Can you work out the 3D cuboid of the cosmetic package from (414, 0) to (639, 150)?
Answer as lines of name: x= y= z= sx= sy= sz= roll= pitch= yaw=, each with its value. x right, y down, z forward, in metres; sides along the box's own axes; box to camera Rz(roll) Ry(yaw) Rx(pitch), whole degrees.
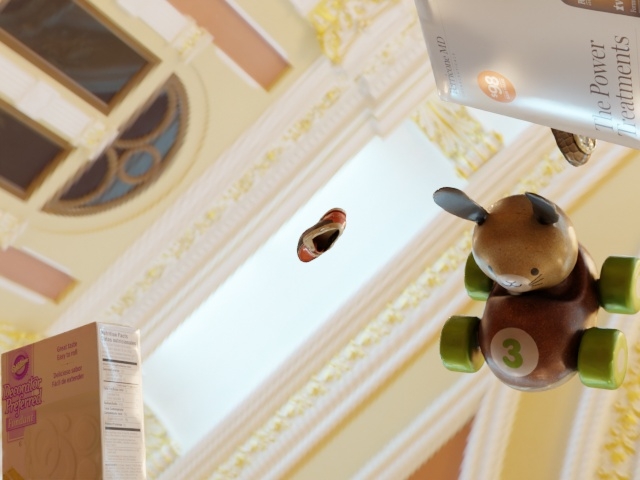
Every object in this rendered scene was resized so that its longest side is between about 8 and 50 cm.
cosmetic package: x=0.216 y=-0.263 z=0.987 sx=0.284 sy=0.377 sz=0.097 roll=22 pitch=-119 yaw=34

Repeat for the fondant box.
fondant box: x=-0.379 y=0.312 z=1.614 sx=0.238 sy=0.096 sz=0.330 roll=-19 pitch=-113 yaw=34

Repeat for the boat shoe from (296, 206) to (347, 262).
boat shoe: x=0.000 y=0.000 z=1.699 sx=0.137 sy=0.049 sz=0.043 roll=-47 pitch=-151 yaw=44

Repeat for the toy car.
toy car: x=0.167 y=0.023 z=0.880 sx=0.155 sy=0.188 sz=0.149 roll=3 pitch=-126 yaw=32

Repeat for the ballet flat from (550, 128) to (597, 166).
ballet flat: x=0.322 y=-0.209 z=1.325 sx=0.058 sy=0.084 sz=0.250 roll=-16 pitch=-122 yaw=36
